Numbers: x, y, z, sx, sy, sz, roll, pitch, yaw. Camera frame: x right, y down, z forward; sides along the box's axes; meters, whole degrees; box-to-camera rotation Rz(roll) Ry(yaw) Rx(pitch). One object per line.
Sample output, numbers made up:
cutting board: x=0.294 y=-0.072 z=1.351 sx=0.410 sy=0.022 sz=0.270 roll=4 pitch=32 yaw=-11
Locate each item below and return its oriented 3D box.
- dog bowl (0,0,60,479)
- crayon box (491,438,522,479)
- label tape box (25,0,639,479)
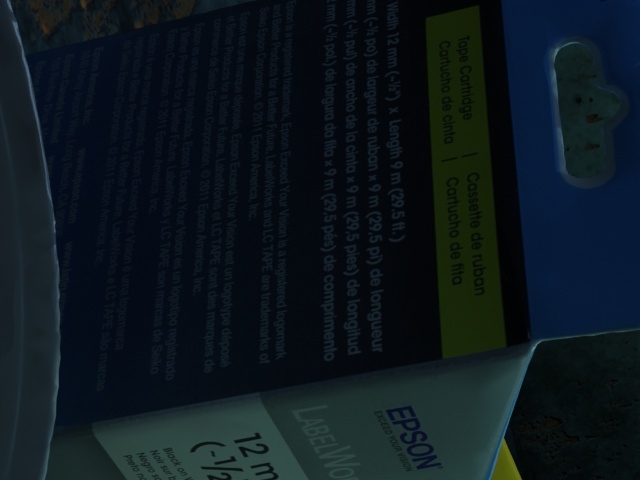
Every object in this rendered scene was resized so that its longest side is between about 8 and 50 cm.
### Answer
dog bowl: x=-0.196 y=-0.030 z=0.527 sx=0.349 sy=0.102 sz=0.349 roll=-10 pitch=90 yaw=-77
crayon box: x=0.080 y=0.179 z=1.282 sx=0.323 sy=0.083 sz=0.203 roll=97 pitch=-27 yaw=-68
label tape box: x=0.000 y=0.000 z=0.794 sx=0.115 sy=0.347 sz=0.249 roll=66 pitch=18 yaw=-47
